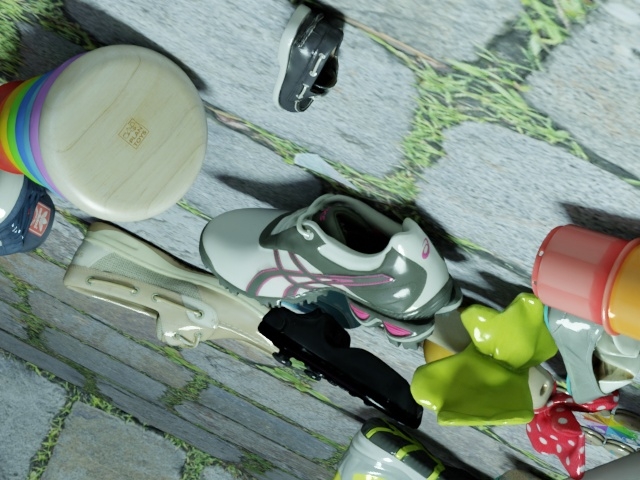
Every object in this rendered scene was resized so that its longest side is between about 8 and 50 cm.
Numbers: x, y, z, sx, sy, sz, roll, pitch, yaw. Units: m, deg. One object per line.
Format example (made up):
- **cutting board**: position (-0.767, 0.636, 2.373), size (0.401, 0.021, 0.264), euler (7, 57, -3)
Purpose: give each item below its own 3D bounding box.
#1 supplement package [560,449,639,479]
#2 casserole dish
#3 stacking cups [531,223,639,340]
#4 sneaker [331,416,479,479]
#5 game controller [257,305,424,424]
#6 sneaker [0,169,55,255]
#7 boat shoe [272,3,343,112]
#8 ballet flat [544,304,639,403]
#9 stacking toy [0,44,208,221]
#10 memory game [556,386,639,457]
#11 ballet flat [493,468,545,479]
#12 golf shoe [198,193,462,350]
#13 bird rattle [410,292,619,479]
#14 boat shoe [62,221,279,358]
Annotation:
- **supplement package**: position (0.359, 0.354, 1.465), size (0.178, 0.293, 0.175), euler (-14, -175, -27)
- **casserole dish**: position (-0.024, 0.046, 1.641), size (0.188, 0.037, 0.114), euler (21, 164, 19)
- **stacking cups**: position (0.293, 0.066, 1.058), size (0.316, 0.096, 0.096), euler (16, 162, 34)
- **sneaker**: position (0.168, 0.405, 2.226), size (0.385, 0.147, 0.145), euler (38, -172, -19)
- **game controller**: position (0.027, 0.132, 1.532), size (0.166, 0.067, 0.319), euler (41, 178, 10)
- **sneaker**: position (-0.362, -0.044, 1.767), size (0.148, 0.131, 0.350), euler (26, 172, -24)
- **boat shoe**: position (-0.005, -0.117, 1.055), size (0.038, 0.046, 0.125), euler (30, 157, 8)
- **ballet flat**: position (0.237, 0.094, 1.295), size (0.068, 0.072, 0.213), euler (15, 161, 24)
- **stacking toy**: position (-0.222, -0.101, 1.352), size (0.141, 0.141, 0.330), euler (35, 170, -26)
- **memory game**: position (0.307, 0.202, 1.646), size (0.186, 0.012, 0.186), euler (25, 165, 7)
- **ballet flat**: position (0.316, 0.379, 2.086), size (0.106, 0.107, 0.316), euler (4, 163, 26)
- **golf shoe**: position (0.000, 0.000, 1.378), size (0.273, 0.105, 0.120), euler (14, 140, 32)
- **bird rattle**: position (0.169, 0.111, 1.459), size (0.207, 0.143, 0.253), euler (31, -177, 34)
- **boat shoe**: position (-0.167, 0.086, 1.887), size (0.302, 0.098, 0.109), euler (28, 165, -2)
